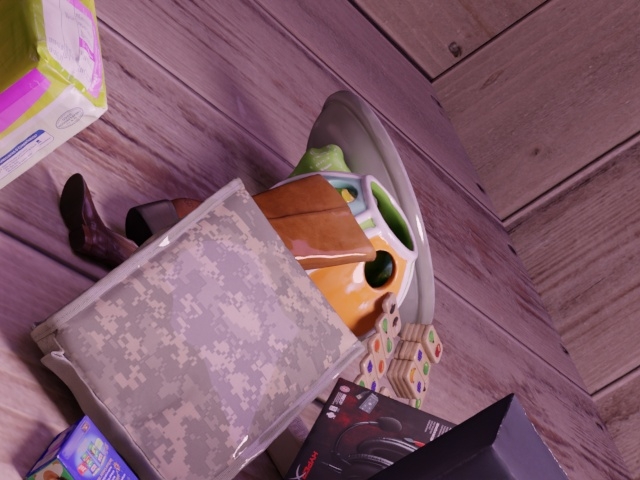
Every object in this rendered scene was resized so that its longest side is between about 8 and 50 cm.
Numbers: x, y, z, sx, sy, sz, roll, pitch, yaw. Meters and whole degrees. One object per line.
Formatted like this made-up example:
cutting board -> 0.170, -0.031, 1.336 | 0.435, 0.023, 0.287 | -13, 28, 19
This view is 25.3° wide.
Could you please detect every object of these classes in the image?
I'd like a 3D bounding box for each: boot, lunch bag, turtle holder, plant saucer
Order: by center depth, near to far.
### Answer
lunch bag -> -0.134, 0.115, 1.430 | 0.235, 0.169, 0.287 | 53, 45, -3
boot -> -0.242, -0.012, 1.617 | 0.114, 0.037, 0.106 | 30, 43, -50
boot -> -0.060, 0.044, 1.701 | 0.280, 0.096, 0.264 | -9, 48, -32
turtle holder -> 0.010, 0.017, 1.943 | 0.243, 0.227, 0.320 | 53, 17, -7
plant saucer -> 0.048, -0.025, 2.185 | 0.400, 0.101, 0.400 | 161, -90, -75

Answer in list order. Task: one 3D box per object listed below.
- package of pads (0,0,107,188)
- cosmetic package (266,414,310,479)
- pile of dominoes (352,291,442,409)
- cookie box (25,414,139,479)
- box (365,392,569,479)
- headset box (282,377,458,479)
package of pads -> -0.320, -0.174, 1.366 | 0.101, 0.229, 0.296 | 43, 20, -39
cosmetic package -> -0.032, 0.250, 1.705 | 0.115, 0.041, 0.060 | 59, 17, 10
pile of dominoes -> 0.095, 0.216, 1.823 | 0.251, 0.040, 0.196 | -68, 148, -32
cookie box -> -0.202, 0.223, 1.271 | 0.107, 0.040, 0.092 | 53, 16, -9
box -> 0.120, 0.377, 1.359 | 0.312, 0.343, 0.179 | 56, 17, 1
headset box -> 0.111, 0.298, 1.564 | 0.293, 0.110, 0.218 | 22, 32, 8
